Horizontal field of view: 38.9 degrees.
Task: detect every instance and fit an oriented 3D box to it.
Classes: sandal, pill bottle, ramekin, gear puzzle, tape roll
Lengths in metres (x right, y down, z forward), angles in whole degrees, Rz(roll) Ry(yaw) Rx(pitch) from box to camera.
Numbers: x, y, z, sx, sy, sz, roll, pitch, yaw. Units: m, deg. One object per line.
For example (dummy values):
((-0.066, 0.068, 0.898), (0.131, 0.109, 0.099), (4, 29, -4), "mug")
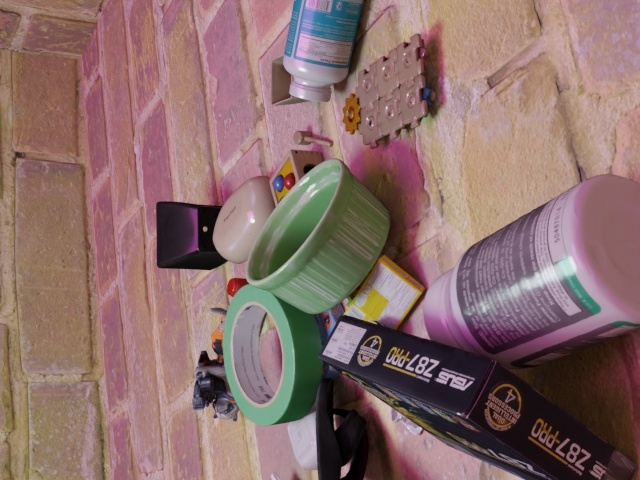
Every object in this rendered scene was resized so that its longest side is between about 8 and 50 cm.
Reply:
((0.047, 0.441, 1.795), (0.446, 0.107, 0.167), (-93, 0, -62), "sandal")
((0.315, 0.066, 1.288), (0.361, 0.204, 0.204), (-37, 57, 54), "pill bottle")
((0.000, 0.000, 1.806), (0.303, 0.148, 0.303), (-45, 21, 23), "ramekin")
((0.002, -0.437, 1.946), (0.146, 0.146, 0.264), (40, 123, 55), "pill bottle")
((0.131, -0.278, 1.818), (0.339, 0.044, 0.175), (-20, 73, 62), "gear puzzle")
((-0.115, 0.254, 2.048), (0.321, 0.077, 0.321), (5, 96, 55), "tape roll")

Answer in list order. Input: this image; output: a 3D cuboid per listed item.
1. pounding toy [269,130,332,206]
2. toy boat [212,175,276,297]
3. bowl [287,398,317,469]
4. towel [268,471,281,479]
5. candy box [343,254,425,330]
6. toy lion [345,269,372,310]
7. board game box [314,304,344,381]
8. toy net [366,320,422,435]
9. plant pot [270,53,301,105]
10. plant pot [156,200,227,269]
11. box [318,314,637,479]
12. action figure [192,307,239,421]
((-0.048, -0.167, 2.073), (0.181, 0.094, 0.206), (-52, 45, 47), "pounding toy")
((-0.163, 0.015, 2.249), (0.267, 0.148, 0.318), (-40, 46, 47), "toy boat")
((-0.026, 0.438, 2.041), (0.142, 0.053, 0.142), (-56, 44, 45), "bowl")
((-0.102, 0.657, 2.098), (0.144, 0.029, 0.197), (44, 122, 51), "towel")
((0.117, 0.130, 1.773), (0.105, 0.027, 0.206), (38, 131, 9), "candy box")
((0.077, 0.087, 1.852), (0.034, 0.096, 0.100), (12, 140, 47), "toy lion")
((0.004, 0.197, 2.015), (0.160, 0.039, 0.211), (-62, 37, 39), "board game box")
((0.123, 0.273, 1.744), (0.122, 0.045, 0.232), (-40, 62, 38), "toy net")
((-0.048, -0.367, 2.082), (0.109, 0.096, 0.109), (-4, 85, 62), "plant pot")
((-0.331, -0.019, 2.508), (0.167, 0.188, 0.187), (-8, 80, 48), "plant pot")
((0.217, 0.248, 1.349), (0.395, 0.318, 0.097), (9, 67, 60), "box")
((-0.233, 0.318, 2.308), (0.341, 0.178, 0.330), (-98, 13, -73), "action figure")
